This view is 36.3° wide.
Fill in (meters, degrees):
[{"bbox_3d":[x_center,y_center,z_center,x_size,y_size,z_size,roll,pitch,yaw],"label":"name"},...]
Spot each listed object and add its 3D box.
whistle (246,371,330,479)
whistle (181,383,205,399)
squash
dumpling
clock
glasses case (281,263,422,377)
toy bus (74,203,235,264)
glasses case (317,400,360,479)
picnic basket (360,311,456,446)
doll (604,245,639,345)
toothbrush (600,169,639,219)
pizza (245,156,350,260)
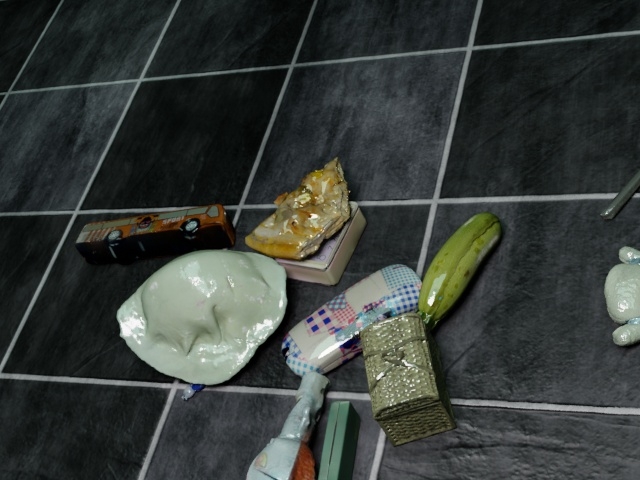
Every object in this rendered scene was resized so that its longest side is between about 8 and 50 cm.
[{"bbox_3d":[-0.050,0.400,1.850,0.133,0.142,0.346,5,43,17],"label":"whistle"},{"bbox_3d":[-0.266,0.309,2.090,0.083,0.029,0.033,-41,27,-2],"label":"whistle"},{"bbox_3d":[0.270,0.059,1.990,0.094,0.094,0.341,18,57,35],"label":"squash"},{"bbox_3d":[-0.236,0.145,2.107,0.320,0.270,0.212,-35,7,26],"label":"dumpling"},{"bbox_3d":[0.000,0.000,2.194,0.147,0.071,0.192,9,57,32],"label":"clock"},{"bbox_3d":[0.068,0.165,2.020,0.327,0.076,0.125,-33,50,-4],"label":"glasses case"},{"bbox_3d":[-0.402,-0.010,2.376,0.408,0.093,0.092,-7,43,19],"label":"toy bus"},{"bbox_3d":[0.035,0.399,1.839,0.039,0.078,0.184,-5,51,21],"label":"glasses case"},{"bbox_3d":[0.160,0.258,1.848,0.134,0.154,0.196,-17,47,11],"label":"picnic basket"},{"bbox_3d":[0.588,0.101,1.836,0.103,0.071,0.214,-4,55,24],"label":"doll"},{"bbox_3d":[0.680,-0.150,2.035,0.297,0.030,0.030,-46,23,-14],"label":"toothbrush"},{"bbox_3d":[-0.024,-0.073,2.167,0.189,0.071,0.297,22,58,41],"label":"pizza"}]
